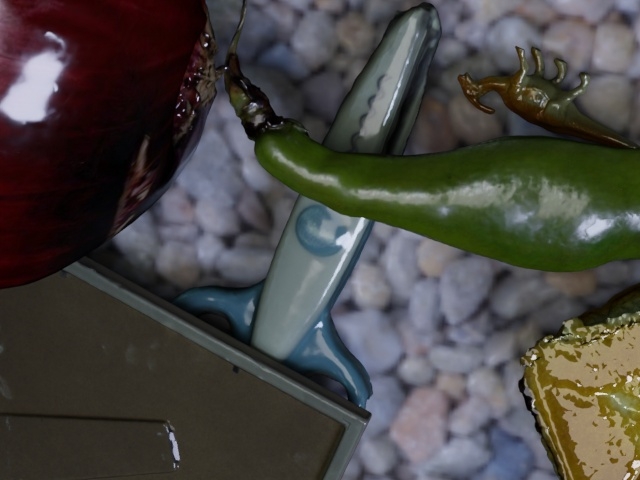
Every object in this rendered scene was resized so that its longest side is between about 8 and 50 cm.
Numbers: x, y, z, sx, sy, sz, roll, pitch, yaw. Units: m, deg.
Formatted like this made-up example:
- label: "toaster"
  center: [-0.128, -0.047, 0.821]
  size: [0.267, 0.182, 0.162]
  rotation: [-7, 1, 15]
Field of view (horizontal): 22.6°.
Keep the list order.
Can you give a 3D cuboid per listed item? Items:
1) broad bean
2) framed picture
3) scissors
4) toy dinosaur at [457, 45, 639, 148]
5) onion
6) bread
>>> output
- label: "broad bean"
  center: [0.096, -0.035, 0.832]
  size: [0.318, 0.056, 0.098]
  rotation: [19, 104, -3]
- label: "framed picture"
  center: [-0.112, 0.115, 0.930]
  size: [0.250, 0.016, 0.184]
  rotation: [27, 114, 11]
- label: "scissors"
  center: [0.000, 0.000, 0.892]
  size: [0.138, 0.041, 0.289]
  rotation: [29, 105, 15]
- label: "toy dinosaur"
  center: [0.130, -0.077, 0.858]
  size: [0.113, 0.026, 0.041]
  rotation: [17, 103, 2]
- label: "onion"
  center: [-0.186, -0.113, 0.789]
  size: [0.285, 0.273, 0.273]
  rotation: [6, 103, -22]
- label: "bread"
  center: [0.181, 0.093, 0.852]
  size: [0.128, 0.069, 0.140]
  rotation: [-25, 92, 15]
